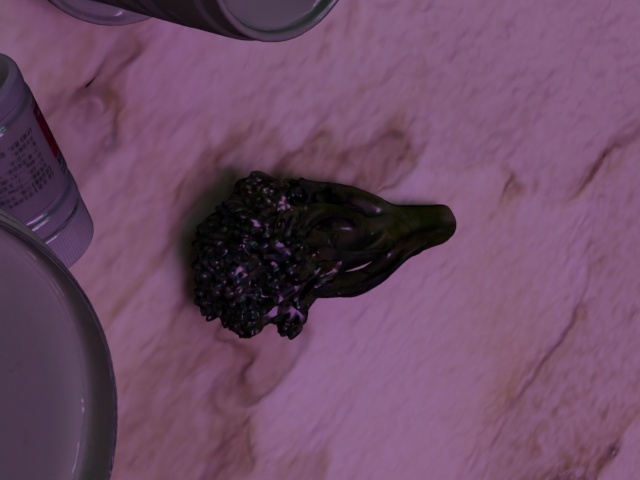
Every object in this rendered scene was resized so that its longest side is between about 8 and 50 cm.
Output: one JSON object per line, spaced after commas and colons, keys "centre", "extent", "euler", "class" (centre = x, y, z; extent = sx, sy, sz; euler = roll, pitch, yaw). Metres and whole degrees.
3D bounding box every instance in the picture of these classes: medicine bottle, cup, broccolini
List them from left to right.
{"centre": [-0.141, -0.030, 0.742], "extent": [0.058, 0.058, 0.091], "euler": [-42, 132, -25], "class": "medicine bottle"}
{"centre": [-0.054, -0.139, 0.725], "extent": [0.120, 0.141, 0.120], "euler": [-22, 123, -38], "class": "cup"}
{"centre": [0.017, -0.002, 0.909], "extent": [0.202, 0.068, 0.091], "euler": [-14, 97, -42], "class": "broccolini"}

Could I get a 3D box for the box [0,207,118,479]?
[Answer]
{"centre": [-0.208, 0.071, 0.652], "extent": [0.226, 0.149, 0.226], "euler": [-21, 121, -39], "class": "box"}
